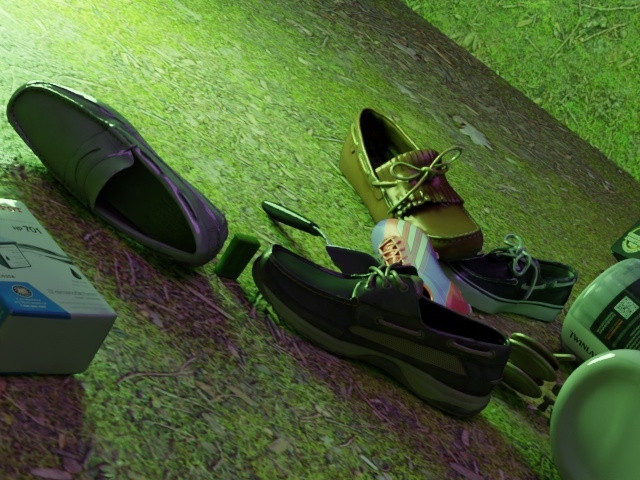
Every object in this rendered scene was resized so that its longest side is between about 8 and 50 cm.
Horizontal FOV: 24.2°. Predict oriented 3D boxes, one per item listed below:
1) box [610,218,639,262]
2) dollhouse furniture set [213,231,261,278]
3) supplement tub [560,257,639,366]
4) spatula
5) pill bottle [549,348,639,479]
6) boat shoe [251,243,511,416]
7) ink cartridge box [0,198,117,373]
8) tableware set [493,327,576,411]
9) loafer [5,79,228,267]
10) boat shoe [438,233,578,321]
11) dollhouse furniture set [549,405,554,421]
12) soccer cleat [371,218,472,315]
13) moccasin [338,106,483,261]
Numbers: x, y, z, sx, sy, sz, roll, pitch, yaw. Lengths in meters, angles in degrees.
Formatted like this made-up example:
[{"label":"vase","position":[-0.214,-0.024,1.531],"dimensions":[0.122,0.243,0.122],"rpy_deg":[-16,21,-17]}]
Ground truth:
[{"label":"box","position":[0.678,0.156,2.418],"dimensions":[0.395,0.097,0.318],"rpy_deg":[49,-7,-26]},{"label":"dollhouse furniture set","position":[-0.140,-0.020,1.895],"dimensions":[0.076,0.059,0.152],"rpy_deg":[16,26,-43]},{"label":"supplement tub","position":[0.533,0.190,2.255],"dimensions":[0.316,0.194,0.193],"rpy_deg":[44,22,30]},{"label":"spatula","position":[0.000,0.000,2.022],"dimensions":[0.296,0.030,0.084],"rpy_deg":[35,-15,51]},{"label":"pill bottle","position":[0.478,0.256,1.934],"dimensions":[0.363,0.210,0.210],"rpy_deg":[11,29,-46]},{"label":"boat shoe","position":[0.084,0.086,1.883],"dimensions":[0.355,0.130,0.132],"rpy_deg":[28,19,-14]},{"label":"ink cartridge box","position":[-0.311,0.040,1.440],"dimensions":[0.139,0.082,0.191],"rpy_deg":[7,34,-53]},{"label":"tableware set","position":[0.277,0.162,1.994],"dimensions":[0.128,0.039,0.194],"rpy_deg":[36,-16,7]},{"label":"loafer","position":[-0.249,-0.084,1.794],"dimensions":[0.319,0.112,0.111],"rpy_deg":[35,11,4]},{"label":"boat shoe","position":[0.301,0.055,2.348],"dimensions":[0.306,0.105,0.113],"rpy_deg":[16,25,-41]},{"label":"dollhouse furniture set","position":[0.381,0.249,2.037],"dimensions":[0.114,0.081,0.091],"rpy_deg":[26,20,-19]},{"label":"soccer cleat","position":[0.126,0.044,2.142],"dimensions":[0.095,0.083,0.248],"rpy_deg":[12,31,-37]},{"label":"moccasin","position":[0.145,-0.092,2.348],"dimensions":[0.139,0.147,0.380],"rpy_deg":[-5,33,-17]}]
